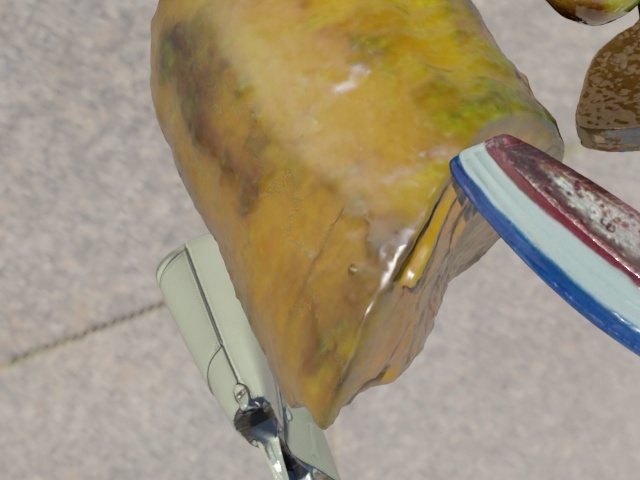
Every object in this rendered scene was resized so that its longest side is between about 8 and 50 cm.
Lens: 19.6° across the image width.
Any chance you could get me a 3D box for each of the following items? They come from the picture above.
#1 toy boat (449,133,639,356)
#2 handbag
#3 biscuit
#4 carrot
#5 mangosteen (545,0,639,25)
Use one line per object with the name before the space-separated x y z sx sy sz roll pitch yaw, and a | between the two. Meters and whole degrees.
toy boat | 0.168 0.012 1.035 0.080 0.229 0.046 -43 166 -34
handbag | -0.049 0.152 1.877 0.109 0.315 0.241 -32 143 3
biscuit | 0.283 -0.133 1.392 0.220 0.142 0.029 -41 133 -20
carrot | 0.031 -0.054 1.227 0.241 0.341 0.241 -23 155 -11
mangosteen | 0.173 -0.219 1.023 0.215 0.215 0.258 -25 100 -30
